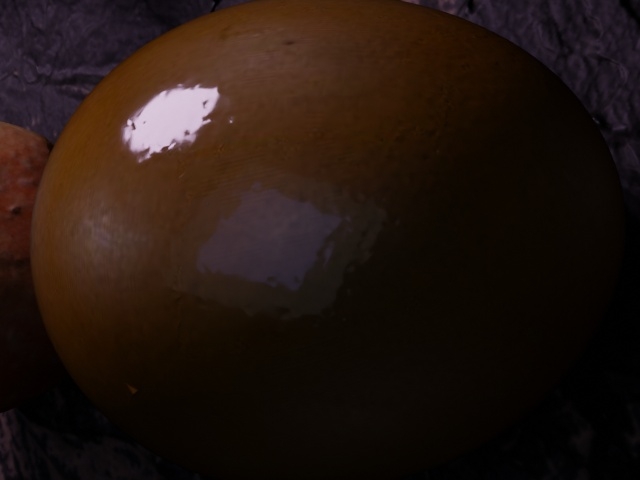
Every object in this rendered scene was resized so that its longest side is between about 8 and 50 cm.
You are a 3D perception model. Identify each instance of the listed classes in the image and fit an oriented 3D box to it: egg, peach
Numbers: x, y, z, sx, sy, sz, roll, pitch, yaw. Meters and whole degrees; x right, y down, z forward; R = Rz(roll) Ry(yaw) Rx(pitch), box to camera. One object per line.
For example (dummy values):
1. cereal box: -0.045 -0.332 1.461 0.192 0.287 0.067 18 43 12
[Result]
1. egg: 0.000 0.000 0.963 0.351 0.282 0.282 -11 83 31
2. peach: -0.239 0.019 1.181 0.232 0.232 0.232 -1 88 35
